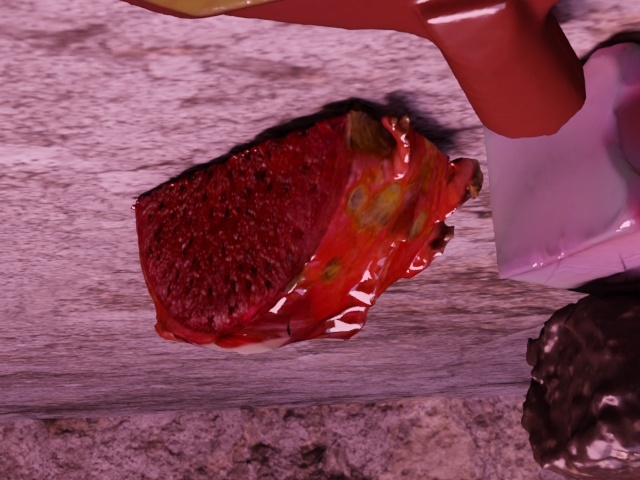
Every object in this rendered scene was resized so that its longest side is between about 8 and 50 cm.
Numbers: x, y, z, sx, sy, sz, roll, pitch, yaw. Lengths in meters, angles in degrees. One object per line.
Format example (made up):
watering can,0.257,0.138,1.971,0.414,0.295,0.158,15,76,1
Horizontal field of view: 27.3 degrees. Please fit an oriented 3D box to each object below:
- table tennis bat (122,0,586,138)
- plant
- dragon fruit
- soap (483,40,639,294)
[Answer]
table tennis bat,0.033,-0.122,0.466,0.268,0.051,0.414,-8,164,18
plant,0.233,0.094,0.811,0.203,0.142,0.131,10,159,-11
dragon fruit,0.005,0.011,0.855,0.161,0.126,0.274,7,164,-37
soap,0.259,-0.028,0.799,0.323,0.109,0.193,2,167,-24
